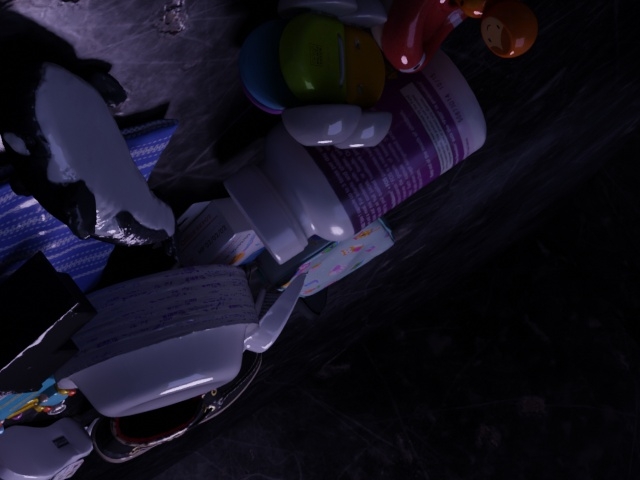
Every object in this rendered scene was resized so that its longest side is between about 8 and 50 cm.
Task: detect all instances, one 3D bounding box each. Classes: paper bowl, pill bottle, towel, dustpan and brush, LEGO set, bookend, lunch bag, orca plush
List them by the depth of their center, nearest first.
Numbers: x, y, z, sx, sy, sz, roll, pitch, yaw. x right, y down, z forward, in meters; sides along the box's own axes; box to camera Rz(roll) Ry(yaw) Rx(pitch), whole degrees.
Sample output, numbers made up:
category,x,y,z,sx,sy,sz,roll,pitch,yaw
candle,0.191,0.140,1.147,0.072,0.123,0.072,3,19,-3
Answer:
category,x,y,z,sx,sy,sz,roll,pitch,yaw
orca plush,-0.220,-0.066,0.858,0.102,0.151,0.287,-2,171,14
towel,-0.296,0.007,1.031,0.243,0.040,0.336,-26,164,-39
bookend,-0.312,0.095,1.067,0.157,0.072,0.156,-41,169,5
pill bottle,0.038,-0.105,1.190,0.302,0.169,0.169,-35,167,-6
paper bowl,-0.219,0.143,1.308,0.284,0.148,0.284,-18,168,-4
dustpan and brush,-0.102,0.140,1.452,0.147,0.060,0.211,-39,-154,57
lunch bag,0.000,0.000,1.598,0.224,0.107,0.279,-31,165,5
LEGO set,-0.535,0.424,1.940,0.182,0.060,0.244,-52,164,14

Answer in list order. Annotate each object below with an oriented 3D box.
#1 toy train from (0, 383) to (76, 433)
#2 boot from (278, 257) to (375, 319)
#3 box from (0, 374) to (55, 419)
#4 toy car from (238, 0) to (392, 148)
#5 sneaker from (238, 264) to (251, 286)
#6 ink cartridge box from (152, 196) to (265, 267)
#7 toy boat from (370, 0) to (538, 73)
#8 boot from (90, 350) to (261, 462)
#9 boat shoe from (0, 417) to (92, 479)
category,x,y,z,sx,sy,sz,roll,pitch,yaw
toy train,-0.460,0.252,1.477,0.166,0.046,0.125,-17,159,-46
boot,0.028,0.056,1.894,0.207,0.094,0.246,-33,161,4
box,-0.434,0.178,1.234,0.100,0.060,0.244,-36,167,0
toy car,-0.012,-0.170,0.954,0.136,0.159,0.182,-1,-177,25
sneaker,-0.155,0.103,1.564,0.121,0.112,0.299,-31,165,-17
ink cartridge box,-0.132,-0.008,1.336,0.104,0.061,0.181,-43,165,29
toy boat,0.169,-0.256,1.023,0.231,0.151,0.151,-38,167,9
boot,-0.248,0.277,1.798,0.377,0.138,0.284,-29,174,-21
boat shoe,-0.508,0.383,1.693,0.102,0.108,0.301,-41,174,6
